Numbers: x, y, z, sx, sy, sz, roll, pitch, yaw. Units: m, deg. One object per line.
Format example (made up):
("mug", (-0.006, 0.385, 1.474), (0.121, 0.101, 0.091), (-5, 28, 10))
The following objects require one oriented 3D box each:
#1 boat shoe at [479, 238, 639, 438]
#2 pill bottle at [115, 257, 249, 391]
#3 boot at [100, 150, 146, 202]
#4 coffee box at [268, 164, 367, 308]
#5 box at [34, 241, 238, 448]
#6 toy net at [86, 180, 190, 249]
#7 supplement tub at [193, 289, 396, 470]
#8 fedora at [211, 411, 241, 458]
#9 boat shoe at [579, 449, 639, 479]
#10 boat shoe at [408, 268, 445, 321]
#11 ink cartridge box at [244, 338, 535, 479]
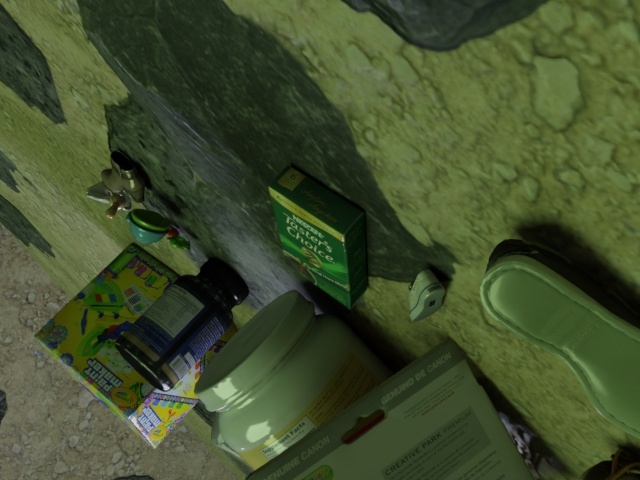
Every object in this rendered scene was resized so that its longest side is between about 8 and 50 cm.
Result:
("boat shoe", (0.233, 0.081, 0.685), (0.228, 0.068, 0.081), (40, 119, -3))
("pill bottle", (-0.226, 0.136, 1.384), (0.123, 0.219, 0.122), (36, 158, 18))
("boot", (-0.328, -0.113, 1.349), (0.118, 0.042, 0.087), (31, 150, 26))
("coffee box", (0.000, 0.000, 0.972), (0.113, 0.040, 0.184), (35, 158, 21))
("box", (-0.366, 0.210, 1.690), (0.290, 0.279, 0.177), (33, 156, 26))
("toy net", (-0.315, -0.055, 1.411), (0.122, 0.045, 0.232), (5, -155, -47))
("supplement tub", (0.007, 0.257, 1.175), (0.331, 0.241, 0.241), (46, 159, -9))
("fedora", (-0.118, 0.367, 1.625), (0.276, 0.124, 0.244), (18, 175, -17))
("boat shoe", (0.321, 0.287, 0.851), (0.123, 0.123, 0.342), (35, 164, 17))
("boat shoe", (0.113, 0.060, 0.907), (0.100, 0.035, 0.035), (88, 158, -67))
("ink cartridge box", (0.083, 0.305, 0.998), (0.271, 0.309, 0.130), (61, 162, -5))
